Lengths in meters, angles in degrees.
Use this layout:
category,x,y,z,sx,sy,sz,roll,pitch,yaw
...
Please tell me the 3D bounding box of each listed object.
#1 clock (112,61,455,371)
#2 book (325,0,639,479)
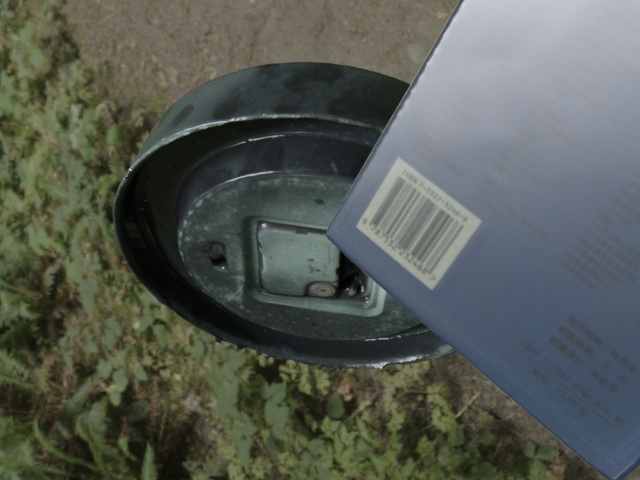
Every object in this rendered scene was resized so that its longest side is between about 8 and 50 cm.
category,x,y,z,sx,sy,sz,roll,pitch,yaw
clock,0.000,0.000,0.682,0.386,0.386,0.077,-28,38,38
book,0.130,-0.045,0.295,0.191,0.025,0.269,41,123,17
